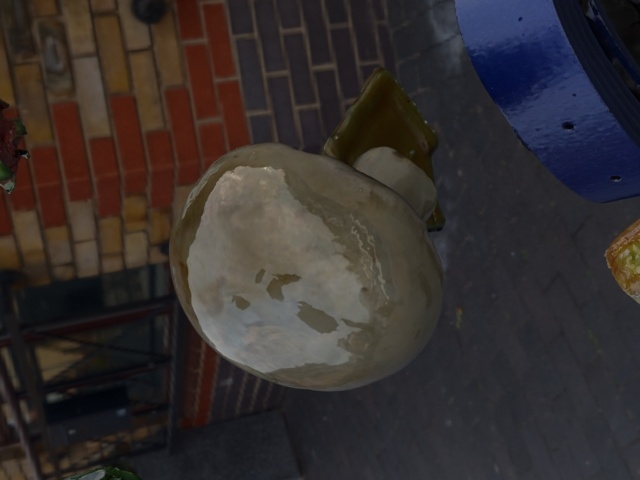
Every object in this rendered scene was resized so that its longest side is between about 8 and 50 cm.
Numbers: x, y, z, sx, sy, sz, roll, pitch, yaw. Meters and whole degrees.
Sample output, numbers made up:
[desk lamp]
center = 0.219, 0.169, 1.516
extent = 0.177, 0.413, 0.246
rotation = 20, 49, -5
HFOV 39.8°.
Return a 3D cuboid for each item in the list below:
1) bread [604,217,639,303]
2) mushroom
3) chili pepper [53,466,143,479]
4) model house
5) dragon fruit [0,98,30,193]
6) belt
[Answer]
[bread]
center = 0.567, -0.008, 1.289
extent = 0.119, 0.288, 0.152
rotation = 43, -158, -24
[mushroom]
center = 0.000, 0.000, 0.938
extent = 0.292, 0.293, 0.290
rotation = 97, -162, -45
[chili pepper]
center = -0.203, 0.256, 0.663
extent = 0.122, 0.065, 0.278
rotation = 42, 121, 33
[model house]
center = 0.073, -0.110, 1.234
extent = 0.268, 0.174, 0.239
rotation = 175, 88, -86
[dragon fruit]
center = -0.443, -0.122, 0.977
extent = 0.137, 0.236, 0.135
rotation = -61, 22, 13
[belt]
center = 0.285, -0.185, 0.922
extent = 0.117, 0.347, 0.212
rotation = -12, 45, 47
